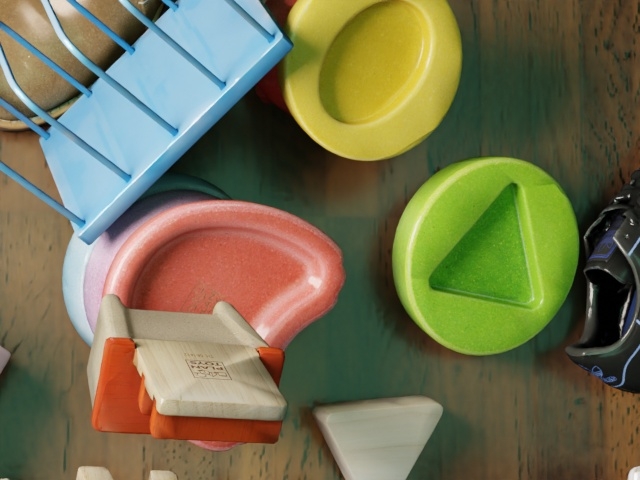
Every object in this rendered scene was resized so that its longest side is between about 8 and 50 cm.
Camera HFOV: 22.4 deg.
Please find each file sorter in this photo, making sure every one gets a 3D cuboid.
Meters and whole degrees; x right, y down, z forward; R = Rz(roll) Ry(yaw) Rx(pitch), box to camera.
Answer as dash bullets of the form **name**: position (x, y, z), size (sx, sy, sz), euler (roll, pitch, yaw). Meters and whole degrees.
- **file sorter**: position (-0.126, -0.110, 0.951), size (0.170, 0.118, 0.104), euler (-44, 128, 10)

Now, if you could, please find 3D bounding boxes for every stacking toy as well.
- **stacking toy**: position (0.000, 0.000, 1.051), size (0.279, 0.130, 0.309), euler (43, 82, -28)

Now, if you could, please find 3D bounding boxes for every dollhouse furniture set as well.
- **dollhouse furniture set**: position (-0.097, 0.172, 0.906), size (0.262, 0.135, 0.259), euler (5, 111, -21)

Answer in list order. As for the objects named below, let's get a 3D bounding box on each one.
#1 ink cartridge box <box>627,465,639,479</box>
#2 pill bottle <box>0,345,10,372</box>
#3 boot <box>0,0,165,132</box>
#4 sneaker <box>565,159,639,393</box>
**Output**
- **ink cartridge box**: position (0.197, 0.285, 0.921), size (0.072, 0.303, 0.307), euler (2, 82, 12)
- **pill bottle**: position (-0.283, 0.130, 0.965), size (0.119, 0.119, 0.208), euler (32, 80, -3)
- **boot**: position (-0.123, -0.198, 1.028), size (0.112, 0.115, 0.305), euler (42, 82, -5)
- **sneaker**: position (0.226, -0.014, 1.063), size (0.090, 0.081, 0.232), euler (15, 82, -23)
